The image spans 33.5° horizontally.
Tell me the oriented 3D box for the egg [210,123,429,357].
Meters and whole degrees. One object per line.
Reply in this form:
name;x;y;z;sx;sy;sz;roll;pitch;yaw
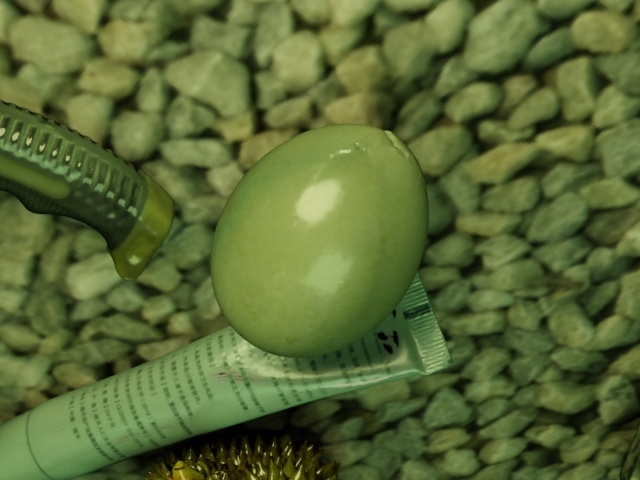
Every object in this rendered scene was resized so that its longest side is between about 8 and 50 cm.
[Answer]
egg;0.000;0.000;0.602;0.114;0.114;0.152;20;125;-22

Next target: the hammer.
hammer;-0.183;-0.052;0.585;0.226;0.041;0.159;27;126;-26

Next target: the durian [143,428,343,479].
durian;-0.065;0.198;0.759;0.193;0.138;0.237;-7;135;4

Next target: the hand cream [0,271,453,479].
hand cream;-0.080;0.098;0.714;0.331;0.085;0.058;-22;170;16

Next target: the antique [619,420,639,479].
antique;0.316;0.189;0.779;0.183;0.086;0.088;11;139;32
